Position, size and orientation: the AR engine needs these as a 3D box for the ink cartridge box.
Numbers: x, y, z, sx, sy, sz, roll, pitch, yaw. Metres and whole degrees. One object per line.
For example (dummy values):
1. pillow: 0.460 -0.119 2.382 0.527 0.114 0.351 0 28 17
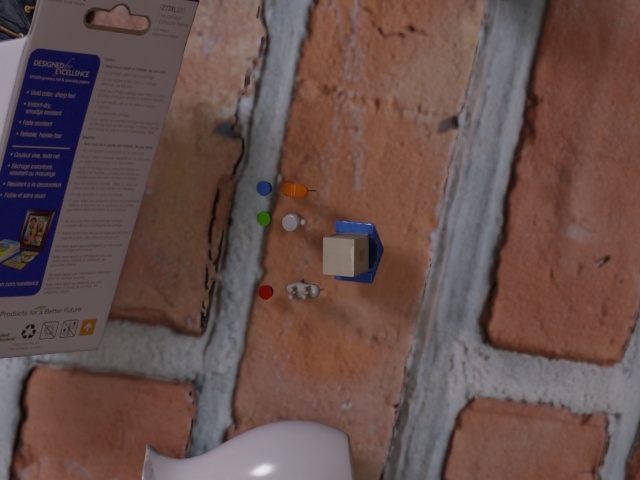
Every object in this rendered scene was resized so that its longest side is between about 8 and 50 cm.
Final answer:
1. ink cartridge box: -0.239 -0.066 1.202 0.176 0.069 0.370 -1 118 -48

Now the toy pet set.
1. toy pet set: 0.000 0.000 1.343 0.114 0.065 0.122 5 100 25

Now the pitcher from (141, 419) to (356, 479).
1. pitcher: -0.064 0.273 1.358 0.207 0.125 0.177 -8 124 3

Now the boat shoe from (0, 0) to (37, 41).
1. boat shoe: -0.272 -0.198 1.237 0.183 0.065 0.083 18 103 -11
